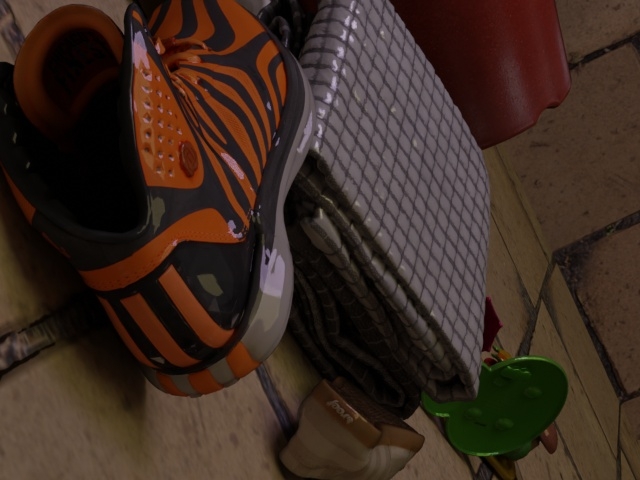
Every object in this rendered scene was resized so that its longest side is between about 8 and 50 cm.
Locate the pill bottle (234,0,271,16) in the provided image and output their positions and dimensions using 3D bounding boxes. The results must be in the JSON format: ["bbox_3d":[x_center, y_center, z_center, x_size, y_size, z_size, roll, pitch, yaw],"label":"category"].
[{"bbox_3d":[-0.044,-0.141,1.258,0.120,0.067,0.067,55,17,-39],"label":"pill bottle"}]

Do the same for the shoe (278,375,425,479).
[{"bbox_3d":[0.019,0.137,1.071,0.076,0.058,0.219,37,1,17],"label":"shoe"}]

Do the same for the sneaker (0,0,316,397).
[{"bbox_3d":[-0.090,-0.083,0.855,0.180,0.124,0.321,56,16,-39],"label":"sneaker"}]

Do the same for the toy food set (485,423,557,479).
[{"bbox_3d":[0.205,0.186,1.651,0.218,0.071,0.128,49,21,-51],"label":"toy food set"}]

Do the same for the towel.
[{"bbox_3d":[0.025,-0.034,1.165,0.284,0.121,0.235,53,34,-37],"label":"towel"}]

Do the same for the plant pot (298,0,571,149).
[{"bbox_3d":[0.098,-0.231,1.397,0.272,0.272,0.265,-86,156,-64],"label":"plant pot"}]

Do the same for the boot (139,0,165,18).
[{"bbox_3d":[-0.119,-0.256,1.148,0.165,0.077,0.213,-92,162,-55],"label":"boot"}]

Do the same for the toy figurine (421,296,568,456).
[{"bbox_3d":[0.137,0.108,1.515,0.173,0.130,0.159,21,26,-37],"label":"toy figurine"}]

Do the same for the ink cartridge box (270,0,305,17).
[{"bbox_3d":[-0.028,-0.209,1.489,0.223,0.045,0.224,39,30,-63],"label":"ink cartridge box"}]
